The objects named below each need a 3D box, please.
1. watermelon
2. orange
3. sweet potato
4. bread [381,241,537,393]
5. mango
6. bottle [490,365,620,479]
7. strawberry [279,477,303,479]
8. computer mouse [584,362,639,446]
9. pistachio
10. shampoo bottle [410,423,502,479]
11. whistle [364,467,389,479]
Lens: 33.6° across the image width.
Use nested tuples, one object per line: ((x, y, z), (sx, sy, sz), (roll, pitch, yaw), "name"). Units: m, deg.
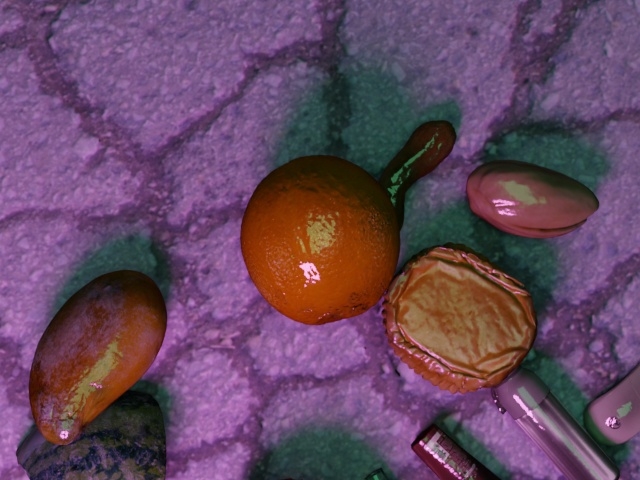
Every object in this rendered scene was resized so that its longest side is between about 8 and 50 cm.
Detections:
((-0.373, 0.356, 1.739), (0.260, 0.256, 0.176), (18, 129, -6), "watermelon")
((0.000, 0.000, 1.713), (0.274, 0.274, 0.274), (0, 84, 0), "orange")
((0.154, -0.115, 1.830), (0.081, 0.062, 0.233), (33, 88, 1), "sweet potato")
((0.225, 0.130, 1.767), (0.253, 0.142, 0.227), (37, 87, 6), "bread")
((-0.367, 0.186, 1.726), (0.193, 0.146, 0.316), (10, 60, 28), "mango")
((0.390, 0.323, 1.783), (0.253, 0.079, 0.096), (49, 124, 3), "bottle")
((-0.014, 0.504, 1.691), (0.288, 0.238, 0.250), (0, 90, -29), "strawberry")
((0.533, 0.275, 1.797), (0.182, 0.056, 0.089), (-40, 91, -4), "computer mouse")
((0.357, -0.070, 1.798), (0.226, 0.136, 0.136), (10, 84, -5), "pistachio")
((0.258, 0.406, 1.778), (0.236, 0.067, 0.068), (44, 105, 2), "shampoo bottle")
((0.137, 0.472, 1.784), (0.039, 0.039, 0.186), (-31, 86, -3), "whistle")
